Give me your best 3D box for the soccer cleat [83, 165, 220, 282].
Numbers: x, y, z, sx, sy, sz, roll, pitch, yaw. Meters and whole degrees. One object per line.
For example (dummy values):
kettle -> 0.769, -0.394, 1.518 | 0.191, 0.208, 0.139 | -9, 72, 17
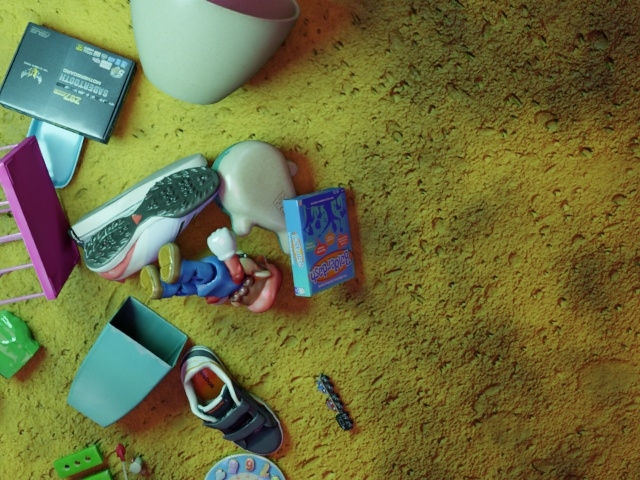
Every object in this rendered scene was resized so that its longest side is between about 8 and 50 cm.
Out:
soccer cleat -> -0.329, -0.032, 1.466 | 0.318, 0.116, 0.109 | -37, 57, -1

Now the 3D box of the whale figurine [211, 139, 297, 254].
whale figurine -> -0.131, -0.092, 1.561 | 0.272, 0.141, 0.216 | 50, 62, -31

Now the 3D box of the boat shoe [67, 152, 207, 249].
boat shoe -> -0.364, -0.048, 1.559 | 0.340, 0.127, 0.158 | -28, 107, 10

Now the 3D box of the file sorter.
file sorter -> -0.648, -0.034, 1.466 | 0.182, 0.202, 0.291 | -12, 113, 1

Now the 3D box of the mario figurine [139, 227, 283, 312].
mario figurine -> -0.222, 0.061, 1.535 | 0.320, 0.198, 0.170 | 11, 85, -43

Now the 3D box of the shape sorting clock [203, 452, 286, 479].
shape sorting clock -> -0.181, 0.606, 1.715 | 0.206, 0.040, 0.206 | -1, 106, -3

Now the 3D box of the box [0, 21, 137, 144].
box -> -0.526, -0.326, 1.496 | 0.232, 0.059, 0.184 | 20, 82, -6

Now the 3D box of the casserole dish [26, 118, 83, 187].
casserole dish -> -0.575, -0.203, 1.550 | 0.114, 0.037, 0.189 | 19, 98, -6

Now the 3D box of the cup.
cup -> -0.235, -0.414, 1.419 | 0.331, 0.331, 0.237 | 23, 123, -7

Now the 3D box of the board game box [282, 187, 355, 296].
board game box -> 0.000, 0.000, 1.569 | 0.047, 0.160, 0.210 | 3, 105, 41

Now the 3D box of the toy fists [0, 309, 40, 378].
toy fists -> -0.767, 0.271, 1.597 | 0.279, 0.096, 0.142 | -43, 110, 3

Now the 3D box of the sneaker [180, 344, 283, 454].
sneaker -> -0.208, 0.389, 1.638 | 0.126, 0.127, 0.321 | -41, 102, 3

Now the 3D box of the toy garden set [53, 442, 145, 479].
toy garden set -> -0.482, 0.586, 1.696 | 0.203, 0.049, 0.244 | -21, 100, 2

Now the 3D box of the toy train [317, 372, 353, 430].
toy train -> 0.032, 0.385, 1.701 | 0.036, 0.027, 0.158 | -25, 102, 12

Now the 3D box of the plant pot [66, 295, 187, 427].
plant pot -> -0.443, 0.282, 1.590 | 0.165, 0.166, 0.234 | 37, 104, -9
